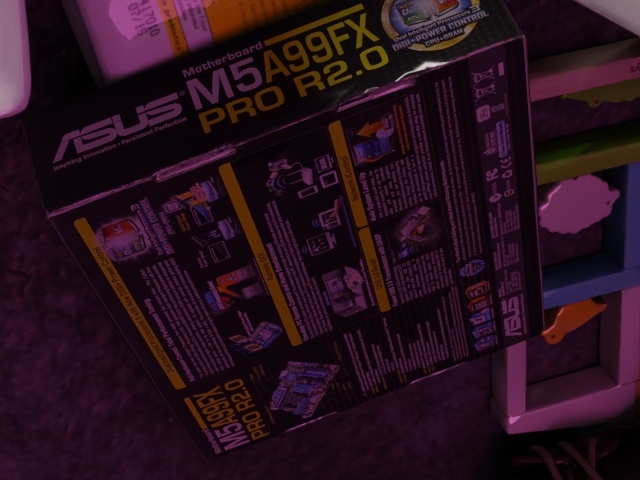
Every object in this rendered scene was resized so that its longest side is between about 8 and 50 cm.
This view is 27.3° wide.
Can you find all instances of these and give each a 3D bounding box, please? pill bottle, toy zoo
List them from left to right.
[{"bbox_3d":[-0.017,-0.145,0.627,0.215,0.117,0.117,-22,122,-10],"label":"pill bottle"},{"bbox_3d":[0.199,0.013,0.846,0.192,0.030,0.293,-14,120,-15],"label":"toy zoo"}]

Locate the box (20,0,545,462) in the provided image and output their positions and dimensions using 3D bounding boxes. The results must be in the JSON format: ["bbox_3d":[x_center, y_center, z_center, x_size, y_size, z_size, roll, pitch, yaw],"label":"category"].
[{"bbox_3d":[0.000,0.000,0.665,0.216,0.060,0.270,-21,146,-1],"label":"box"}]

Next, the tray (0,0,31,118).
[{"bbox_3d":[-0.154,-0.152,0.322,0.145,0.030,0.270,-7,120,-17],"label":"tray"}]

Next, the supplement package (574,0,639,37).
[{"bbox_3d":[0.236,-0.168,0.607,0.262,0.198,0.199,1,121,-56],"label":"supplement package"}]

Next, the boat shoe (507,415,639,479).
[{"bbox_3d":[0.178,0.198,0.850,0.130,0.132,0.355,29,113,-25],"label":"boat shoe"}]
